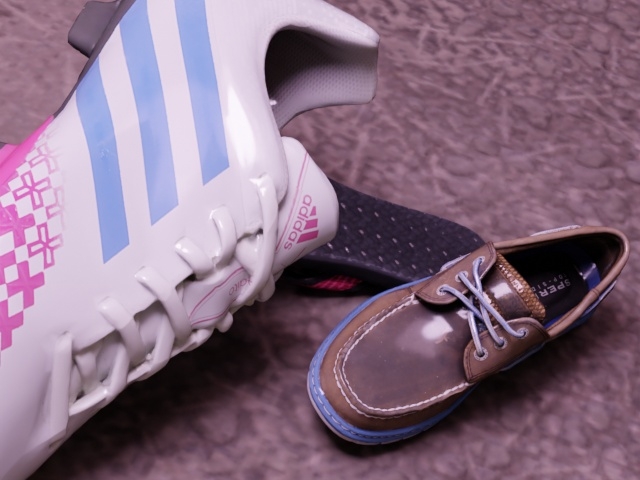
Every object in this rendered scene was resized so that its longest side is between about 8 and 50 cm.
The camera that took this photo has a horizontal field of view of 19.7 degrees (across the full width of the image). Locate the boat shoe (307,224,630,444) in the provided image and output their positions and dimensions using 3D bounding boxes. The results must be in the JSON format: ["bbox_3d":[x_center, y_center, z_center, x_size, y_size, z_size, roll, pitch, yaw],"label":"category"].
[{"bbox_3d":[0.072,0.032,0.859,0.183,0.066,0.066,-29,80,-36],"label":"boat shoe"}]

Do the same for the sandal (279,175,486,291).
[{"bbox_3d":[0.000,0.000,0.911,0.179,0.040,0.067,20,48,-16],"label":"sandal"}]

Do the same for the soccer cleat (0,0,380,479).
[{"bbox_3d":[-0.078,0.004,0.785,0.143,0.116,0.331,21,60,9],"label":"soccer cleat"}]
